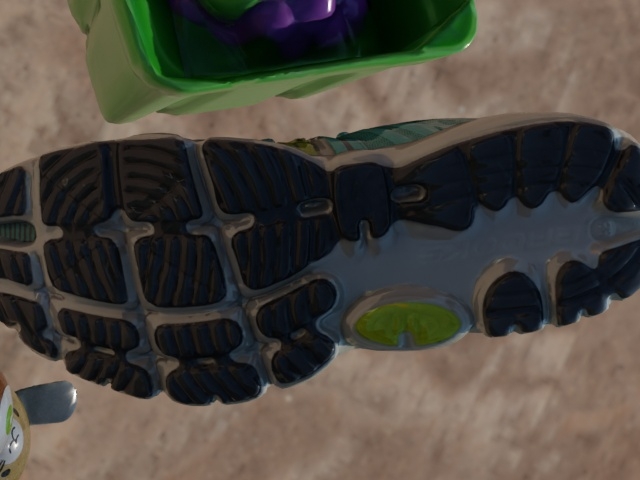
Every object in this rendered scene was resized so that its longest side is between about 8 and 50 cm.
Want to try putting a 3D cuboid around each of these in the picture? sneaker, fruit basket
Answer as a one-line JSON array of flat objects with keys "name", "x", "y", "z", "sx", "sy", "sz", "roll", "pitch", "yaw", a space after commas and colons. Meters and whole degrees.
[{"name": "sneaker", "x": 0.000, "y": 0.000, "z": 0.653, "sx": 0.110, "sy": 0.275, "sz": 0.107, "roll": -95, "pitch": -178, "yaw": -78}, {"name": "fruit basket", "x": -0.055, "y": -0.275, "z": 0.984, "sx": 0.283, "sy": 0.392, "sz": 0.392, "roll": -11, "pitch": 128, "yaw": -30}]

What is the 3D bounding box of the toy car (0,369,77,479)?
[{"name": "toy car", "x": -0.215, "y": 0.122, "z": 1.006, "sx": 0.188, "sy": 0.149, "sz": 0.155, "roll": 29, "pitch": 61, "yaw": -51}]
